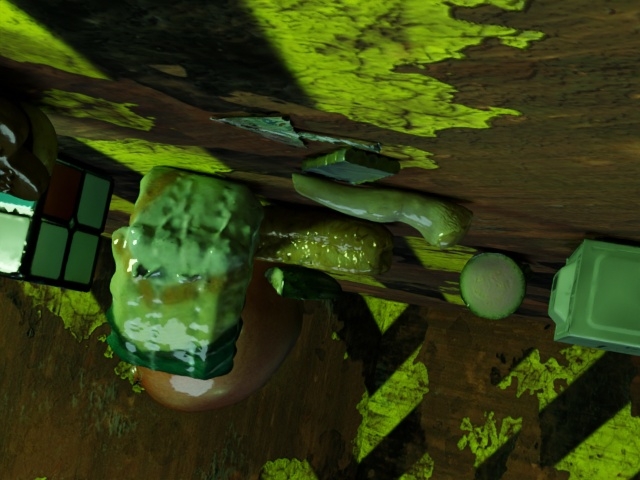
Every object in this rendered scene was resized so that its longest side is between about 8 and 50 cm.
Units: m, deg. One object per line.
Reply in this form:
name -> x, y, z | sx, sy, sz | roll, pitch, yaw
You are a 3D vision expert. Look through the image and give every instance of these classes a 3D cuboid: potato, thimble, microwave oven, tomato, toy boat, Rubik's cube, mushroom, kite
potato -> -0.301, -0.107, 1.014 | 0.096, 0.066, 0.103 | 29, -177, 5
thimble -> -0.170, 0.042, 1.297 | 0.167, 0.254, 0.288 | 11, 160, -2
microwave oven -> 0.368, 0.072, 1.237 | 0.162, 0.122, 0.208 | 10, 174, 9
tomato -> -0.164, 0.118, 1.680 | 0.273, 0.341, 0.341 | 5, 175, -2
toy boat -> 0.027, -0.071, 0.981 | 0.063, 0.016, 0.115 | 13, 174, -21
Rubik's cube -> -0.419, -0.033, 1.431 | 0.167, 0.180, 0.183 | 10, 173, 18
mushroom -> 0.064, -0.037, 1.110 | 0.202, 0.054, 0.059 | 15, 176, 0
kite -> -0.023, -0.094, 0.891 | 0.157, 0.011, 0.139 | 11, 178, 10

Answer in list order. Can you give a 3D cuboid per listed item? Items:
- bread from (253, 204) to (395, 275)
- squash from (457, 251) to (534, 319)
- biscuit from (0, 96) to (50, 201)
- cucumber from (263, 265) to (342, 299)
bread -> 0.000, 0.000, 1.441 | 0.211, 0.083, 0.114 | 9, 180, 15
squash -> 0.279, 0.056, 1.560 | 0.105, 0.105, 0.132 | 9, -167, 23
biscuit -> -0.359, -0.103, 0.932 | 0.236, 0.039, 0.180 | 18, 147, 20
cucumber -> -0.018, 0.055, 1.437 | 0.107, 0.035, 0.067 | 5, -158, -29
